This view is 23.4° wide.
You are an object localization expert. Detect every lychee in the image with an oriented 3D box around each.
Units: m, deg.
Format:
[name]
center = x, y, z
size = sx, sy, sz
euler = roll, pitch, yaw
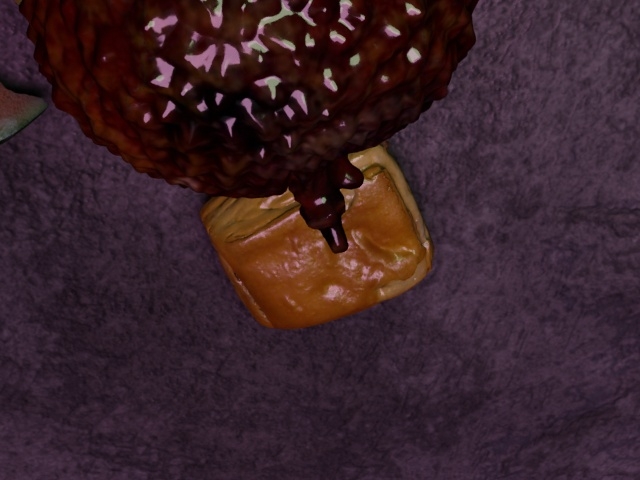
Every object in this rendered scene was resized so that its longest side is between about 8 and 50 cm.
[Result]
[lychee]
center = -0.057, -0.224, 1.394
size = 0.424, 0.424, 0.500
euler = -10, 103, 1

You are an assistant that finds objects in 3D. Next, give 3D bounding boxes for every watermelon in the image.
[watermelon]
center = -0.382, -0.113, 1.634
size = 0.080, 0.155, 0.101
euler = 50, 144, -7

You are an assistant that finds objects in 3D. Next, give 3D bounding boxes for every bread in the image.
[bread]
center = 0.000, 0.000, 1.757
size = 0.235, 0.099, 0.210
euler = -21, 127, 9

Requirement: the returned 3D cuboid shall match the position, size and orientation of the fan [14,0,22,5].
[fan]
center = -0.262, -0.295, 1.560
size = 0.335, 0.011, 0.230
euler = 0, 127, -6
